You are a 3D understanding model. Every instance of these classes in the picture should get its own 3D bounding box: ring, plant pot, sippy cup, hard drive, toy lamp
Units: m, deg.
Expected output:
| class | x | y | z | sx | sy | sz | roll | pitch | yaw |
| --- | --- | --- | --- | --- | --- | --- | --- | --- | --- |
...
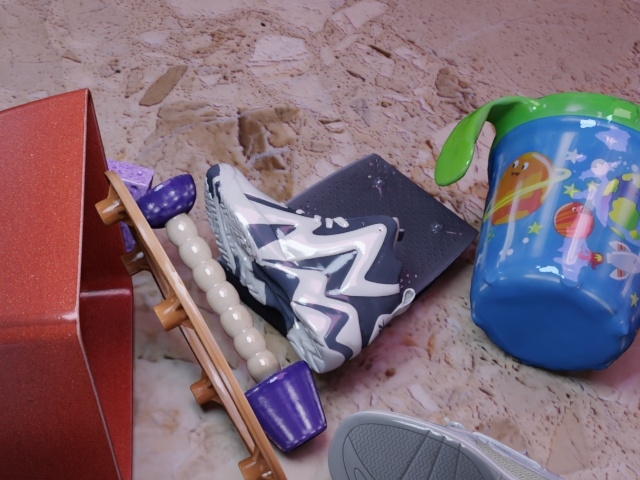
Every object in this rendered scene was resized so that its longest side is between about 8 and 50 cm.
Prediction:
| class | x | y | z | sx | sy | sz | roll | pitch | yaw |
| --- | --- | --- | --- | --- | --- | --- | --- | --- | --- |
| ring | -0.105 | 0.095 | 1.105 | 0.032 | 0.336 | 0.336 | -28 | 57 | -8 |
| plant pot | -0.294 | 0.061 | 1.127 | 0.236 | 0.267 | 0.267 | -5 | 48 | -2 |
| sippy cup | 0.261 | 0.005 | 1.377 | 0.305 | 0.240 | 0.224 | 16 | 55 | 11 |
| hard drive | 0.030 | 0.018 | 1.396 | 0.172 | 0.054 | 0.255 | 38 | 50 | 19 |
| toy lamp | -0.084 | 0.071 | 1.253 | 0.080 | 0.080 | 0.274 | -25 | 77 | -35 |

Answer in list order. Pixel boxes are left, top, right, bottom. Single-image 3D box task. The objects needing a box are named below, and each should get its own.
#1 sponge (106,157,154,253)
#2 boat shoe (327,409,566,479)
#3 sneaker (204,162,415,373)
| class | x | y | z | sx | sy | sz | roll | pitch | yaw |
| --- | --- | --- | --- | --- | --- | --- | --- | --- | --- |
| sponge | -0.277 | -0.048 | 1.321 | 0.210 | 0.117 | 0.031 | 15 | 46 | -3 |
| boat shoe | 0.159 | 0.241 | 1.196 | 0.320 | 0.118 | 0.103 | 21 | 8 | 7 |
| sneaker | 0.000 | 0.000 | 1.296 | 0.153 | 0.094 | 0.235 | -27 | 62 | -25 |
